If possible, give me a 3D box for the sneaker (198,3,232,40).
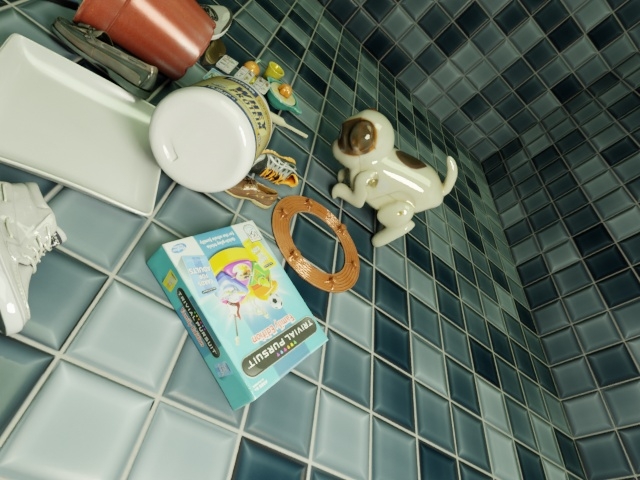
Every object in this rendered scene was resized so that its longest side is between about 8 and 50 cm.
[{"bbox_3d":[-0.385,-0.691,1.263,0.272,0.108,0.100,-33,92,-34],"label":"sneaker"}]

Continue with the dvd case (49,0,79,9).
[{"bbox_3d":[-0.742,-0.702,1.011,0.181,0.022,0.252,-11,68,-51],"label":"dvd case"}]

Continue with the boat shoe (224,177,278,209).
[{"bbox_3d":[-0.194,-0.144,1.090,0.178,0.060,0.064,23,44,-35],"label":"boat shoe"}]

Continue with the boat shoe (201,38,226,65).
[{"bbox_3d":[-0.360,-0.627,1.349,0.056,0.049,0.152,58,29,-33],"label":"boat shoe"}]

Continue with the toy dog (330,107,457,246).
[{"bbox_3d":[0.206,-0.237,1.358,0.407,0.396,0.284,50,42,-17],"label":"toy dog"}]

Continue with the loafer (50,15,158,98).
[{"bbox_3d":[-0.504,-0.452,0.965,0.268,0.084,0.096,38,17,-4],"label":"loafer"}]

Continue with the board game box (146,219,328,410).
[{"bbox_3d":[-0.162,0.134,0.859,0.335,0.079,0.254,56,35,7],"label":"board game box"}]

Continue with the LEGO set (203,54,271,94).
[{"bbox_3d":[-0.281,-0.487,1.314,0.183,0.060,0.244,29,46,-12],"label":"LEGO set"}]

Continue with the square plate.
[{"bbox_3d":[-0.498,-0.230,0.834,0.348,0.049,0.343,25,42,-33],"label":"square plate"}]

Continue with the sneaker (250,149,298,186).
[{"bbox_3d":[-0.138,-0.208,1.197,0.215,0.084,0.083,-4,67,-51],"label":"sneaker"}]

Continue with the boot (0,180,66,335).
[{"bbox_3d":[-0.455,0.010,0.621,0.124,0.095,0.258,-15,70,-46],"label":"boot"}]

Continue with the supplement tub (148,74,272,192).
[{"bbox_3d":[-0.243,-0.270,0.979,0.228,0.228,0.316,40,24,-16],"label":"supplement tub"}]

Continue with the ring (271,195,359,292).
[{"bbox_3d":[0.000,0.000,1.207,0.337,0.032,0.336,29,41,-29],"label":"ring"}]

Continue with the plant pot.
[{"bbox_3d":[-0.440,-0.587,1.060,0.265,0.273,0.272,33,38,-37],"label":"plant pot"}]

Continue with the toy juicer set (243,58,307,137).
[{"bbox_3d":[-0.164,-0.529,1.449,0.209,0.090,0.328,-5,63,-51],"label":"toy juicer set"}]
